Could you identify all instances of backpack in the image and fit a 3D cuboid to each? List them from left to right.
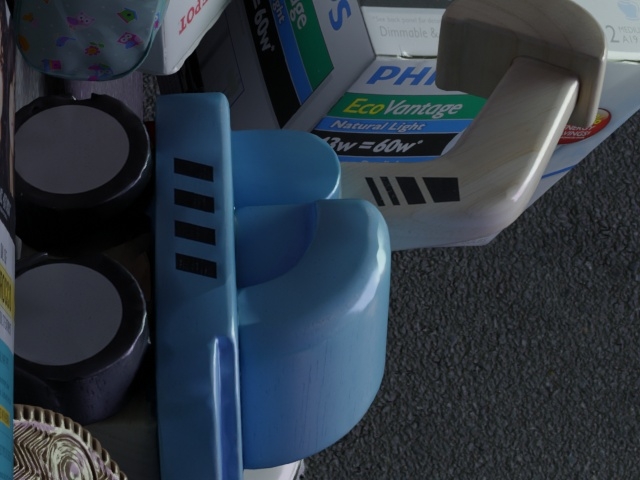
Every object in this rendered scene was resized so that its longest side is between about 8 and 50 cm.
[{"bbox_3d":[-0.167,-0.206,1.340,0.182,0.152,0.115,110,-11,-48],"label":"backpack"}]

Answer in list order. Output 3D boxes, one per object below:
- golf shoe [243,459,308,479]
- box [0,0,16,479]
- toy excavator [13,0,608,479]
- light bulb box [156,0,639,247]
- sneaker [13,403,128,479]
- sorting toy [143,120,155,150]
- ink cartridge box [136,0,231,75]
[{"bbox_3d":[-0.112,0.192,1.387,0.105,0.273,0.120,24,-34,39],"label":"golf shoe"},{"bbox_3d":[-0.162,0.014,0.780,0.100,0.060,0.244,106,-17,-79],"label":"box"},{"bbox_3d":[0.000,0.000,1.318,0.222,0.445,0.433,94,-5,-50],"label":"toy excavator"},{"bbox_3d":[0.085,-0.169,1.778,0.361,0.358,0.225,-46,-127,50],"label":"light bulb box"},{"bbox_3d":[-0.169,0.188,1.076,0.282,0.153,0.099,44,38,-49],"label":"sneaker"},{"bbox_3d":[-0.182,0.018,1.828,0.257,0.089,0.255,-128,-144,-65],"label":"sorting toy"},{"bbox_3d":[-0.142,-0.320,1.479,0.226,0.131,0.306,-59,158,-52],"label":"ink cartridge box"}]
